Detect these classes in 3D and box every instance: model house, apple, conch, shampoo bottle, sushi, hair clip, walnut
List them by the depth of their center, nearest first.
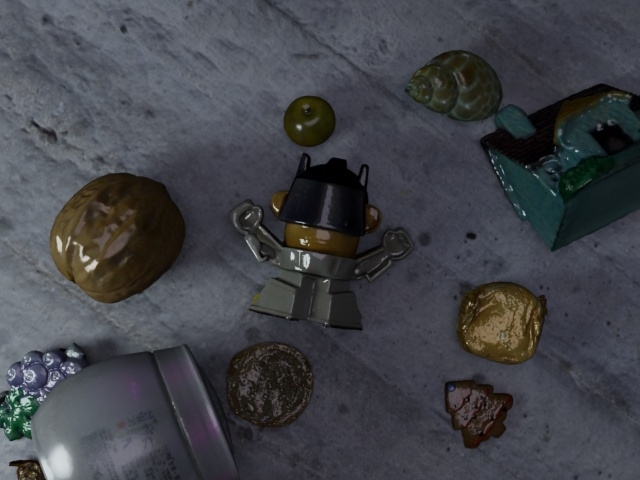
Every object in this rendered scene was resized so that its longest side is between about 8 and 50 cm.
[{"bbox_3d":[-0.272,0.305,1.280,0.266,0.273,0.272,-22,88,-15],"label":"shampoo bottle"},{"bbox_3d":[-0.318,-0.011,1.342,0.213,0.213,0.213,0,86,-5],"label":"walnut"},{"bbox_3d":[-0.460,0.407,1.367,0.052,0.055,0.120,-17,89,-12],"label":"sushi"},{"bbox_3d":[-0.458,0.244,1.388,0.124,0.052,0.195,40,92,8],"label":"hair clip"},{"bbox_3d":[0.443,-0.173,1.416,0.281,0.230,0.248,-25,64,-8],"label":"model house"},{"bbox_3d":[-0.019,-0.203,1.432,0.090,0.074,0.089,-2,68,6],"label":"apple"},{"bbox_3d":[0.232,-0.267,1.438,0.173,0.106,0.116,16,85,-2],"label":"conch"}]

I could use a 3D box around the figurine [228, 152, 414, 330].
[{"bbox_3d":[0.004,0.001,1.388,0.309,0.143,0.308,-3,98,-20],"label":"figurine"}]

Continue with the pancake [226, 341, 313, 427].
[{"bbox_3d":[-0.086,0.240,1.422,0.152,0.025,0.151,0,87,-4],"label":"pancake"}]

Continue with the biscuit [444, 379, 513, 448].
[{"bbox_3d":[0.263,0.289,1.450,0.130,0.019,0.119,40,84,-1],"label":"biscuit"}]

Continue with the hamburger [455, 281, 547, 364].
[{"bbox_3d":[0.306,0.137,1.433,0.147,0.083,0.138,12,89,-2],"label":"hamburger"}]
